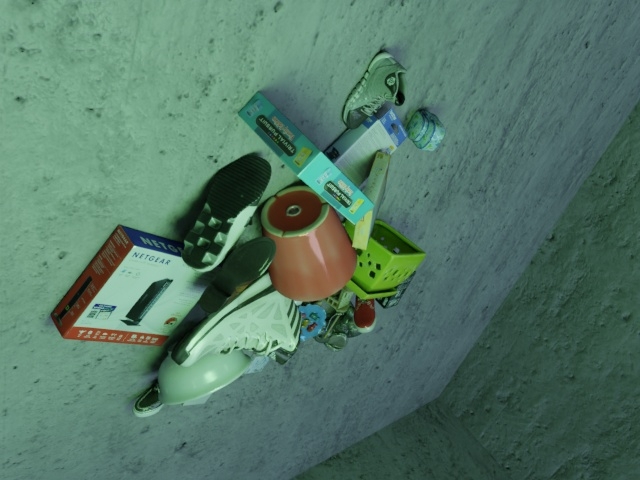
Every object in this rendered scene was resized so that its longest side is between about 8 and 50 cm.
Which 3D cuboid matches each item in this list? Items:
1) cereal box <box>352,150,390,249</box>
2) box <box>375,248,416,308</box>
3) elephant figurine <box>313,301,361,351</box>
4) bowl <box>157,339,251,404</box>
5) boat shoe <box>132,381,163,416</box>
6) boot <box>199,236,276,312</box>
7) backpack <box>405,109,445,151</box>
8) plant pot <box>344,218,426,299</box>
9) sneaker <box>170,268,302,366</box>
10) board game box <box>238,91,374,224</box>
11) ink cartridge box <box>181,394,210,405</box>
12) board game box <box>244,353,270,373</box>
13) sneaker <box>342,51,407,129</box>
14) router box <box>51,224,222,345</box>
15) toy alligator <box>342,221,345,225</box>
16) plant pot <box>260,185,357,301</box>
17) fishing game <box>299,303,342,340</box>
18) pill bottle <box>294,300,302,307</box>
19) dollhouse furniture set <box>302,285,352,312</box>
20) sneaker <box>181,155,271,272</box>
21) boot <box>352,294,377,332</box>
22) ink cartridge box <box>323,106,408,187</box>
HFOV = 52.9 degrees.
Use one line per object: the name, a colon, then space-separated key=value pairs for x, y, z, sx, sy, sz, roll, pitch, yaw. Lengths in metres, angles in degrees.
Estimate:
cereal box: x=0.148 y=-0.115 z=1.855 sx=0.173 sy=0.048 sz=0.240 roll=94 pitch=14 yaw=-50
box: x=0.258 y=0.145 z=2.460 sx=0.078 sy=0.147 sz=0.180 roll=-12 pitch=138 yaw=-43
elephant figurine: x=0.041 y=0.341 z=2.478 sx=0.240 sy=0.186 sz=0.169 roll=-33 pitch=-177 yaw=2
bowl: x=-0.372 y=0.363 z=1.951 sx=0.298 sy=0.134 sz=0.298 roll=-20 pitch=-171 yaw=3
boat shoe: x=-0.506 y=0.480 z=2.063 sx=0.219 sy=0.078 sz=0.070 roll=-32 pitch=150 yaw=-34
boot: x=-0.195 y=0.070 z=1.750 sx=0.264 sy=0.096 sz=0.280 roll=-52 pitch=-179 yaw=13
backpack: x=0.317 y=-0.331 z=1.961 sx=0.084 sy=0.114 sz=0.105 roll=11 pitch=124 yaw=-32
plant pot: x=0.178 y=0.070 z=2.170 sx=0.228 sy=0.227 sz=0.207 roll=0 pitch=124 yaw=-53
sneaker: x=-0.202 y=0.280 z=1.859 sx=0.447 sy=0.257 sz=0.169 roll=-38 pitch=180 yaw=-45
board game box: x=-0.028 y=-0.194 z=1.590 sx=0.079 sy=0.253 sz=0.336 roll=-46 pitch=149 yaw=6
ink cartridge box: x=-0.389 y=0.464 z=2.185 sx=0.209 sy=0.062 sz=0.109 roll=-52 pitch=149 yaw=15
board game box: x=-0.235 y=0.455 z=2.398 sx=0.090 sy=0.020 sz=0.090 roll=5 pitch=126 yaw=-53
sneaker: x=0.153 y=-0.370 z=1.701 sx=0.086 sy=0.132 sz=0.228 roll=-5 pitch=133 yaw=-47
router box: x=-0.461 y=0.130 z=1.659 sx=0.301 sy=0.082 sz=0.335 roll=-50 pitch=149 yaw=12
toy alligator: x=0.000 y=0.000 z=2.075 sx=0.051 sy=0.056 sz=0.189 roll=41 pitch=99 yaw=-18
plant pot: x=-0.046 y=-0.006 z=1.831 sx=0.275 sy=0.275 sz=0.243 roll=-34 pitch=139 yaw=-15
fishing game: x=-0.064 y=0.304 z=2.308 sx=0.264 sy=0.041 sz=0.189 roll=16 pitch=121 yaw=-32
pill bottle: x=-0.113 y=0.205 z=2.150 sx=0.094 sy=0.094 sz=0.169 roll=-4 pitch=133 yaw=-47
dollhouse furniture set: x=0.043 y=0.177 z=2.292 sx=0.161 sy=0.101 sz=0.181 roll=-19 pitch=142 yaw=-35
sneaker: x=-0.236 y=-0.065 z=1.639 sx=0.330 sy=0.123 sz=0.146 roll=-56 pitch=173 yaw=-10
boot: x=0.153 y=0.201 z=2.339 sx=0.089 sy=0.244 sz=0.176 roll=-5 pitch=126 yaw=9
ink cartridge box: x=0.107 y=-0.248 z=1.872 sx=0.311 sy=0.065 sz=0.186 roll=-43 pitch=150 yaw=5
